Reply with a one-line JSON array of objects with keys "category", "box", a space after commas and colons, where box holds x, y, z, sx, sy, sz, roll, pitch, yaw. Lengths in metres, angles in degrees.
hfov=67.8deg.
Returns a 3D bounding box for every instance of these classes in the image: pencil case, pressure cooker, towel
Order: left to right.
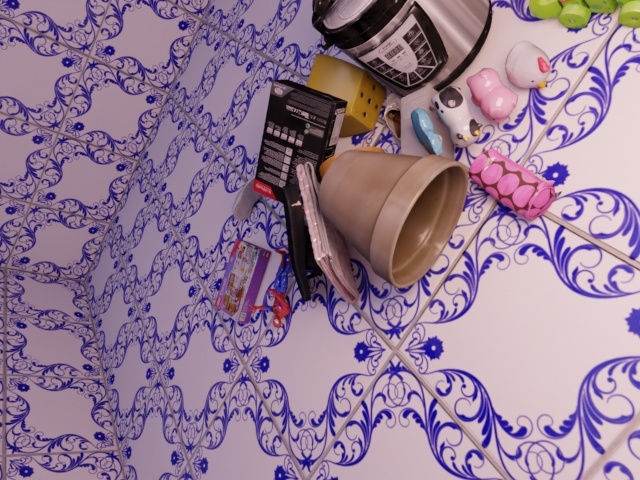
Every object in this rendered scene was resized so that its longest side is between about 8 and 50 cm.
[{"category": "towel", "box": [0.025, -0.018, 1.384, 0.053, 0.317, 0.332, -18, 58, 9]}, {"category": "pressure cooker", "box": [0.197, -0.631, 1.278, 0.370, 0.420, 0.375, -59, 34, 6]}, {"category": "pencil case", "box": [0.440, -0.139, 1.103, 0.209, 0.095, 0.098, 48, 148, 44]}]

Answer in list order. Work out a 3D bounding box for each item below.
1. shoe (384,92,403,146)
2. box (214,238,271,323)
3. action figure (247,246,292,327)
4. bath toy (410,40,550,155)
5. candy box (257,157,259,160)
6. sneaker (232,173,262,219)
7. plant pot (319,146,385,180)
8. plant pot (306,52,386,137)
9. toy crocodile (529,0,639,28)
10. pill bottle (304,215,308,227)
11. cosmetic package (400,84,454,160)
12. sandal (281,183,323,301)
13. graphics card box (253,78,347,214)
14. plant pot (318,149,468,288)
[{"category": "shoe", "box": [0.237, -0.374, 1.443, 0.076, 0.058, 0.219, -35, 53, 36]}, {"category": "box", "box": [-0.308, 0.154, 1.872, 0.200, 0.057, 0.294, 19, 91, 49]}, {"category": "action figure", "box": [-0.166, 0.158, 1.654, 0.091, 0.139, 0.281, -15, 68, 46]}, {"category": "bath toy", "box": [0.396, -0.333, 1.134, 0.348, 0.151, 0.129, -33, 25, 7]}, {"category": "candy box", "box": [-0.116, -0.263, 1.677, 0.196, 0.070, 0.165, -30, 67, 32]}, {"category": "sneaker", "box": [-0.299, -0.200, 1.975, 0.235, 0.090, 0.095, -51, 35, 21]}, {"category": "plant pot", "box": [0.116, -0.147, 1.409, 0.205, 0.205, 0.188, -24, 74, 42]}, {"category": "plant pot", "box": [0.087, -0.460, 1.548, 0.187, 0.212, 0.213, 18, 90, 39]}, {"category": "toy crocodile", "box": [0.623, -0.536, 1.027, 0.340, 0.105, 0.115, 27, 97, 49]}, {"category": "pill bottle", "box": [-0.046, -0.046, 1.630, 0.078, 0.078, 0.137, -52, 44, 23]}, {"category": "cosmetic package", "box": [0.291, -0.278, 1.296, 0.107, 0.127, 0.238, -18, 65, 43]}, {"category": "sandal", "box": [-0.038, 0.026, 1.440, 0.446, 0.106, 0.168, 87, 168, -45]}, {"category": "graphics card box", "box": [-0.073, -0.293, 1.506, 0.232, 0.094, 0.371, 26, 121, 21]}, {"category": "plant pot", "box": [0.155, -0.086, 1.174, 0.280, 0.323, 0.324, 29, 99, 31]}]
